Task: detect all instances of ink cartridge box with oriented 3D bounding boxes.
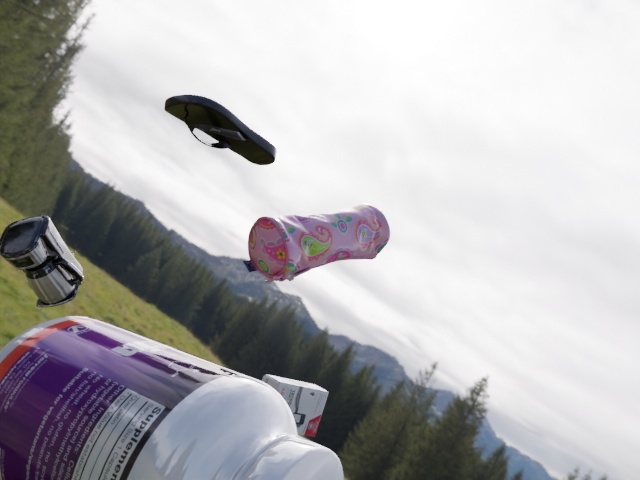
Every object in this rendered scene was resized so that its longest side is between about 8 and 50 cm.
[{"bbox_3d":[-0.069,0.371,1.246,0.150,0.109,0.063,23,-7,-38],"label":"ink cartridge box"}]

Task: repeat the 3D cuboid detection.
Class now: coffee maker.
[{"bbox_3d":[-0.628,0.035,1.249,0.171,0.120,0.178,46,-24,44],"label":"coffee maker"}]

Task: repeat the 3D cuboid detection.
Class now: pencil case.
[{"bbox_3d":[0.000,0.000,1.038,0.284,0.124,0.124,-12,25,-42],"label":"pencil case"}]

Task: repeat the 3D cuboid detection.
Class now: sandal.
[{"bbox_3d":[-0.191,-0.211,1.107,0.254,0.054,0.097,27,-26,-35],"label":"sandal"}]

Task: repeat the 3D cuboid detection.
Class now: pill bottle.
[{"bbox_3d":[-0.147,0.185,0.483,0.323,0.181,0.181,11,-22,33],"label":"pill bottle"}]
